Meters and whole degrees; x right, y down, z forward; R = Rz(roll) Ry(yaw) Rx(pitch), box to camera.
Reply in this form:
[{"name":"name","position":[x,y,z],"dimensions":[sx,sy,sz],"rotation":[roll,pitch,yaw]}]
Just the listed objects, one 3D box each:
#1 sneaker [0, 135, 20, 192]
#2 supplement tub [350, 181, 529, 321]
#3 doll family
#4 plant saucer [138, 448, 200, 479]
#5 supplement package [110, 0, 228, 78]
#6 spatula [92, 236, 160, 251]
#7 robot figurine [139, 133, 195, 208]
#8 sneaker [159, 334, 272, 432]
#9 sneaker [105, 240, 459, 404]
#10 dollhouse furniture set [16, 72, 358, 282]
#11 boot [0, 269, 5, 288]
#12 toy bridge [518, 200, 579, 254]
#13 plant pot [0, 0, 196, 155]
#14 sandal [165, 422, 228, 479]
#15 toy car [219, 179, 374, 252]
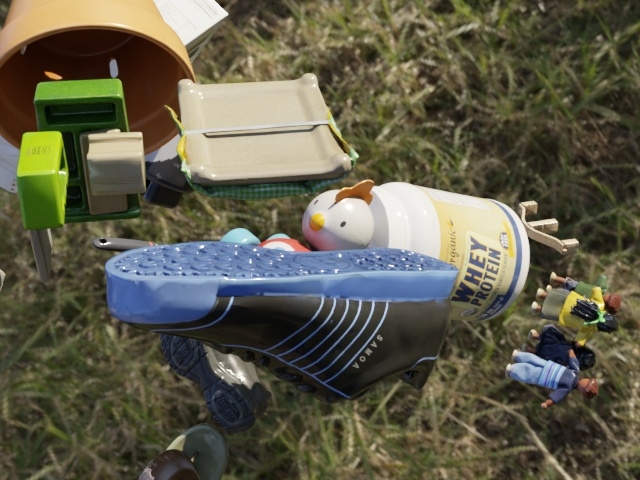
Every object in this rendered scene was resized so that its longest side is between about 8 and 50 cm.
[{"name":"sneaker","position":[-0.607,-0.172,1.918],"dimensions":[0.293,0.169,0.108],"rotation":[18,49,18]},{"name":"supplement tub","position":[0.183,0.021,1.577],"dimensions":[0.228,0.316,0.228],"rotation":[-16,71,54]},{"name":"doll family","position":[0.310,0.122,1.111],"dimensions":[0.111,0.076,0.193],"rotation":[18,79,29]},{"name":"plant saucer","position":[-0.252,0.454,1.517],"dimensions":[0.036,0.198,0.198],"rotation":[5,59,26]},{"name":"supplement package","position":[-0.363,-0.419,1.817],"dimensions":[0.199,0.198,0.262],"rotation":[-42,8,39]},{"name":"spatula","position":[-0.306,0.023,1.746],"dimensions":[0.030,0.296,0.084],"rotation":[-52,46,27]},{"name":"robot figurine","position":[-0.332,-0.215,2.036],"dimensions":[0.173,0.209,0.278],"rotation":[-105,41,-79]},{"name":"sneaker","position":[-0.202,0.235,1.741],"dimensions":[0.109,0.286,0.130],"rotation":[-38,-7,28]},{"name":"sneaker","position":[-0.016,0.053,0.531],"dimensions":[0.081,0.232,0.090],"rotation":[26,110,57]},{"name":"dollhouse furniture set","position":[-0.131,-0.056,0.899],"dimensions":[0.302,0.151,0.197],"rotation":[-4,36,-9]},{"name":"boot","position":[-0.627,0.118,1.494],"dimensions":[0.076,0.190,0.208],"rotation":[-1,68,33]},{"name":"toy bridge","position":[0.425,-0.024,1.728],"dimensions":[0.063,0.026,0.188],"rotation":[-7,29,-13]},{"name":"plant pot","position":[-0.339,-0.275,1.308],"dimensions":[0.291,0.291,0.203],"rotation":[-29,57,22]},{"name":"sandal","position":[-0.288,0.477,1.692],"dimensions":[0.303,0.120,0.086],"rotation":[-45,3,-12]},{"name":"toy car","position":[0.000,0.000,1.394],"dimensions":[0.219,0.210,0.238],"rotation":[38,106,31]}]
